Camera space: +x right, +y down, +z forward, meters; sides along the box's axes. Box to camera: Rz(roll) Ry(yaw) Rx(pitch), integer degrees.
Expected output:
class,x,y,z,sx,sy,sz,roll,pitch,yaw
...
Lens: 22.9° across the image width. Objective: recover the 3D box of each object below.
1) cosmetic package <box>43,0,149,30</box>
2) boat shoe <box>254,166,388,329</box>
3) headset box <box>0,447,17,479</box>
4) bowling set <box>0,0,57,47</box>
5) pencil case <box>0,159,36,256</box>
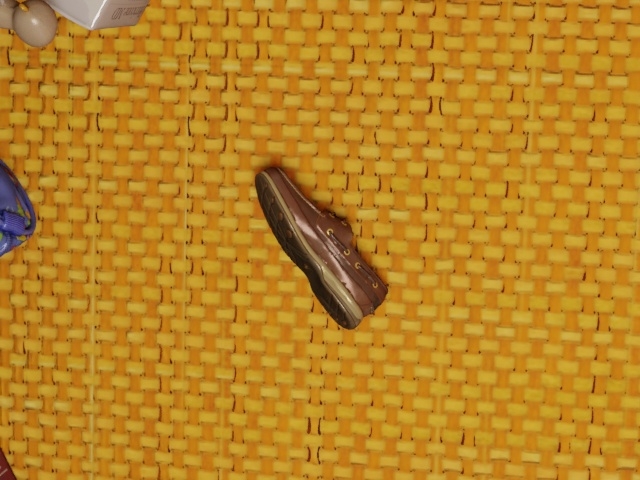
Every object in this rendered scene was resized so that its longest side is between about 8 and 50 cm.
class,x,y,z,sx,sy,sz,roll,pitch,yaw
cosmetic package,-0.211,-0.313,1.475,0.151,0.151,0.183,32,103,3
boat shoe,0.000,0.000,1.540,0.060,0.064,0.178,-35,94,-18
headset box,-0.392,0.357,1.629,0.218,0.110,0.293,-26,94,12
bowling set,-0.276,-0.316,1.316,0.154,0.287,0.200,24,73,15
pencil case,-0.419,0.041,1.579,0.306,0.119,0.133,-42,66,13
